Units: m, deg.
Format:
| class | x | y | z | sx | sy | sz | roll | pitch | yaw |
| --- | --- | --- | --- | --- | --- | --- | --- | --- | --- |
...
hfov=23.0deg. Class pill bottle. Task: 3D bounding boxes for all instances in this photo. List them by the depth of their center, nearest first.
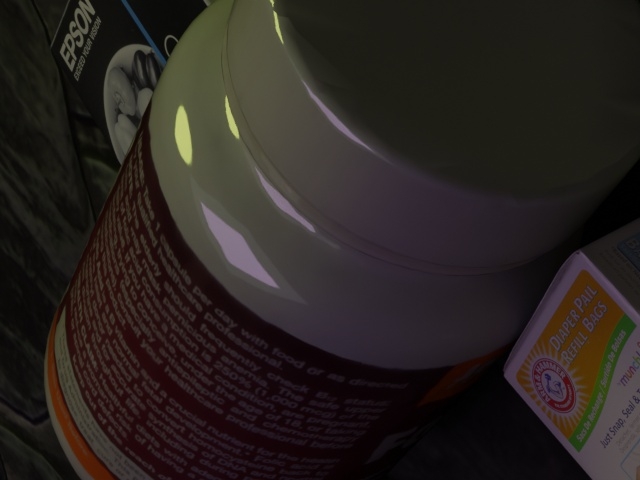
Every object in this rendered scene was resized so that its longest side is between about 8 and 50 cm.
| class | x | y | z | sx | sy | sz | roll | pitch | yaw |
| --- | --- | --- | --- | --- | --- | --- | --- | --- | --- |
| pill bottle | 0.000 | 0.000 | 0.828 | 0.224 | 0.224 | 0.392 | 56 | 146 | 15 |

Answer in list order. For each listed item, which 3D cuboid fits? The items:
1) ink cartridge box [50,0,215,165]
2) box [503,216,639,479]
| class | x | y | z | sx | sy | sz | roll | pitch | yaw |
| --- | --- | --- | --- | --- | --- | --- | --- | --- | --- |
| ink cartridge box | -0.123 | -0.155 | 1.066 | 0.208 | 0.045 | 0.206 | 58 | 147 | 14 |
| box | 0.197 | 0.084 | 0.704 | 0.203 | 0.114 | 0.103 | 50 | 145 | 22 |
